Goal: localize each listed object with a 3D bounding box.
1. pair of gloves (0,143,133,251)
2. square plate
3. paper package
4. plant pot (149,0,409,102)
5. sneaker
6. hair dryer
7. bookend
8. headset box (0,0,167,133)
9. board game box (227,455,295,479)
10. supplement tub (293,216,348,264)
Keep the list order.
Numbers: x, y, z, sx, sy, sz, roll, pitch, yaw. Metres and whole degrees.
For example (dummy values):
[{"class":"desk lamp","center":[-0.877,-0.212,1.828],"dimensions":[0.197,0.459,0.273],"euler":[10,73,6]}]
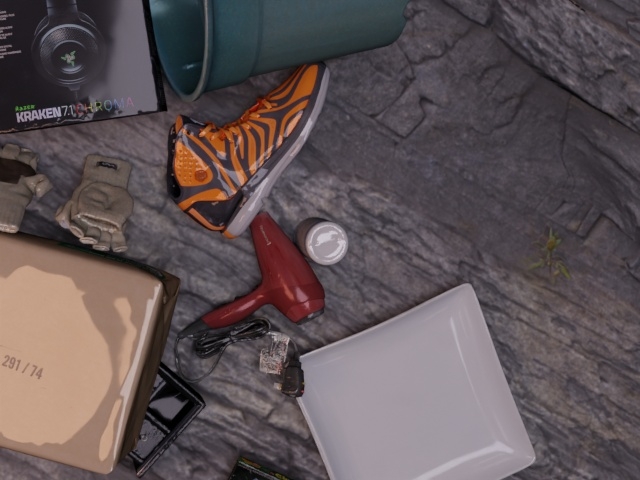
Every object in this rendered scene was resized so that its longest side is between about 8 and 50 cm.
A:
[{"class":"pair of gloves","center":[-0.401,-0.065,1.826],"dimensions":[0.240,0.204,0.042],"euler":[7,128,-16]},{"class":"square plate","center":[0.152,0.289,2.053],"dimensions":[0.347,0.049,0.344],"euler":[-23,100,-10]},{"class":"paper package","center":[-0.407,0.155,1.809],"dimensions":[0.325,0.168,0.309],"euler":[15,92,3]},{"class":"plant pot","center":[-0.063,-0.393,1.808],"dimensions":[0.334,0.341,0.341],"euler":[-10,98,-20]},{"class":"sneaker","center":[-0.126,-0.174,1.901],"dimensions":[0.180,0.124,0.321],"euler":[32,88,-15]},{"class":"hair dryer","center":[-0.105,0.098,1.946],"dimensions":[0.224,0.080,0.293],"euler":[12,83,0]},{"class":"bookend","center":[-0.293,0.262,1.934],"dimensions":[0.157,0.072,0.156],"euler":[44,85,-13]},{"class":"headset box","center":[-0.371,-0.313,1.806],"dimensions":[0.247,0.131,0.283],"euler":[-7,96,-2]},{"class":"board game box","center":[-0.045,0.466,2.008],"dimensions":[0.260,0.030,0.136],"euler":[26,98,-7]},{"class":"supplement tub","center":[0.000,0.000,1.957],"dimensions":[0.071,0.107,0.071],"euler":[-2,97,-13]}]
